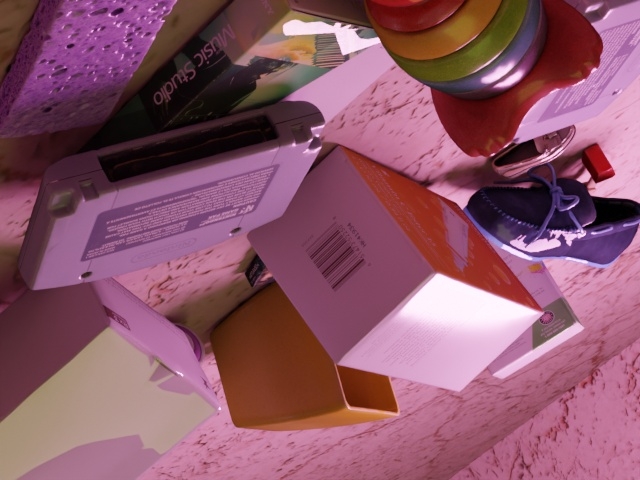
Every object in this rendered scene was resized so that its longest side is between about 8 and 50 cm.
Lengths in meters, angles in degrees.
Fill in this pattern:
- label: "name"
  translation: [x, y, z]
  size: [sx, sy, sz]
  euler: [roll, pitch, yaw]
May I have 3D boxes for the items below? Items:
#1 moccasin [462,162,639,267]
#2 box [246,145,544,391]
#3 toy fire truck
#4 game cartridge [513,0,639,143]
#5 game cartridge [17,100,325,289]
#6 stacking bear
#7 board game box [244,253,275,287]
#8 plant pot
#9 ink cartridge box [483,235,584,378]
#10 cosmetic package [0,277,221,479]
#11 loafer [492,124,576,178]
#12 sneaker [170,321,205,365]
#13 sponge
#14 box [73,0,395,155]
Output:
- label: "moccasin"
  translation: [0.340, -0.048, 2.206]
  size: [0.342, 0.137, 0.117]
  euler: [4, 133, -48]
- label: "box"
  translation: [0.102, 0.045, 1.932]
  size: [0.168, 0.215, 0.345]
  euler: [-44, 153, 15]
- label: "toy fire truck"
  translation: [0.380, -0.068, 2.351]
  size: [0.135, 0.047, 0.192]
  euler: [-27, 160, -4]
- label: "game cartridge"
  translation: [0.339, -0.233, 1.883]
  size: [0.196, 0.060, 0.294]
  euler: [-15, 157, -25]
- label: "game cartridge"
  translation: [-0.152, -0.041, 1.518]
  size: [0.297, 0.062, 0.198]
  euler: [-17, 162, -29]
- label: "stacking bear"
  translation: [0.111, -0.228, 1.410]
  size: [0.175, 0.164, 0.289]
  euler: [-40, 144, 12]
- label: "board game box"
  translation: [0.000, 0.000, 2.029]
  size: [0.186, 0.026, 0.126]
  euler: [-17, 157, -31]
- label: "plant pot"
  translation: [-0.033, 0.175, 2.176]
  size: [0.187, 0.212, 0.212]
  euler: [-23, 163, 19]
- label: "ink cartridge box"
  translation: [0.282, 0.083, 2.348]
  size: [0.154, 0.212, 0.093]
  euler: [-34, 163, 11]
- label: "cosmetic package"
  translation: [-0.333, 0.220, 1.744]
  size: [0.385, 0.156, 0.217]
  euler: [-40, 133, 4]
- label: "loafer"
  translation: [0.293, -0.126, 2.099]
  size: [0.125, 0.045, 0.039]
  euler: [-33, 154, 19]
- label: "sneaker"
  translation: [-0.297, 0.217, 2.024]
  size: [0.305, 0.114, 0.152]
  euler: [-19, 157, -27]
- label: "sponge"
  translation: [-0.206, -0.166, 1.328]
  size: [0.117, 0.031, 0.210]
  euler: [-13, 156, -38]
- label: "box"
  translation: [-0.078, -0.138, 1.535]
  size: [0.322, 0.058, 0.232]
  euler: [-41, 157, 28]
